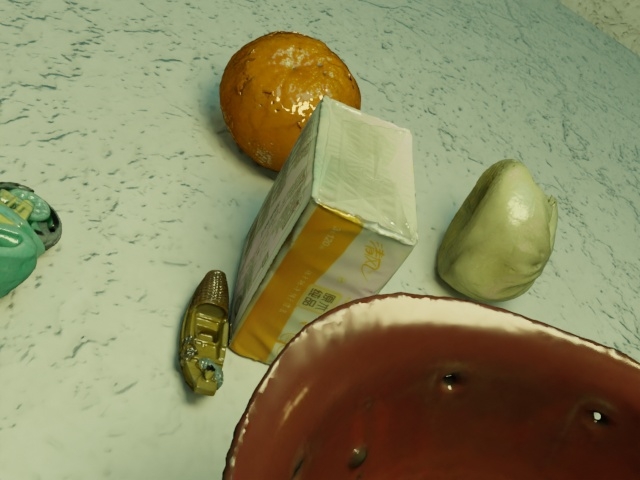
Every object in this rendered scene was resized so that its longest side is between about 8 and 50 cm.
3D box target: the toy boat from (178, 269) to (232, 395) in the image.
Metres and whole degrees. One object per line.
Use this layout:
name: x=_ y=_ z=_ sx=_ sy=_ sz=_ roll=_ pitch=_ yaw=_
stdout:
toy boat: x=-0.114 y=0.092 z=0.760 sx=0.047 sy=0.049 sz=0.149 roll=19 pitch=41 yaw=-20

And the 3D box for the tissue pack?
tissue pack: x=0.000 y=0.000 z=0.797 sx=0.124 sy=0.225 sz=0.185 roll=20 pitch=40 yaw=-15

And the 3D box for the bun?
bun: x=0.245 y=-0.010 z=1.006 sx=0.127 sy=0.193 sz=0.178 roll=27 pitch=30 yaw=-1

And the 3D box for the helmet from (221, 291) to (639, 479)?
helmet: x=0.110 y=0.239 z=0.451 sx=0.337 sy=0.230 sz=0.385 roll=-26 pitch=51 yaw=-34

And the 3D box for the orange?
orange: x=-0.041 y=-0.177 z=1.010 sx=0.193 sy=0.161 sz=0.193 roll=12 pitch=52 yaw=-16

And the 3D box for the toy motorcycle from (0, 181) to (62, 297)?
toy motorcycle: x=-0.355 y=-0.018 z=0.642 sx=0.296 sy=0.109 sz=0.198 roll=24 pitch=25 yaw=-37
